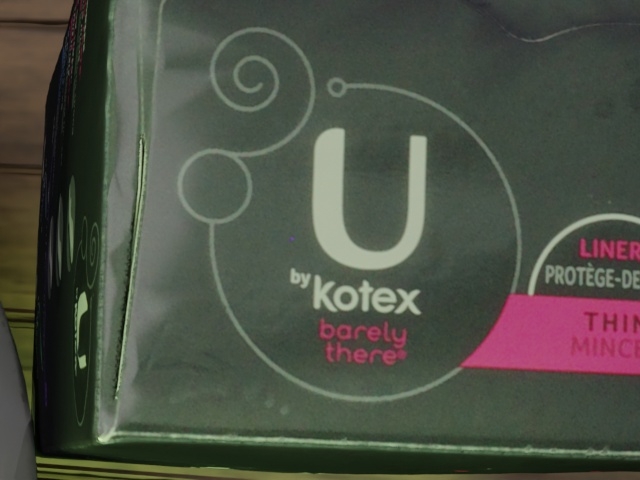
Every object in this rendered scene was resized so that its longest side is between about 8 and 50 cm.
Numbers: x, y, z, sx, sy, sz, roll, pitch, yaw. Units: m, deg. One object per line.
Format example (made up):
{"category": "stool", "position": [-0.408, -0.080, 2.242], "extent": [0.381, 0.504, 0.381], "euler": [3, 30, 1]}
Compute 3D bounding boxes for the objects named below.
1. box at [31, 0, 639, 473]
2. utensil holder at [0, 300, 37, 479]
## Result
{"category": "box", "position": [0.000, 0.000, 0.536], "extent": [0.165, 0.270, 0.143], "euler": [3, 82, -12]}
{"category": "utensil holder", "position": [-0.327, 0.097, 0.531], "extent": [0.385, 0.327, 0.327], "euler": [-27, 77, 26]}
